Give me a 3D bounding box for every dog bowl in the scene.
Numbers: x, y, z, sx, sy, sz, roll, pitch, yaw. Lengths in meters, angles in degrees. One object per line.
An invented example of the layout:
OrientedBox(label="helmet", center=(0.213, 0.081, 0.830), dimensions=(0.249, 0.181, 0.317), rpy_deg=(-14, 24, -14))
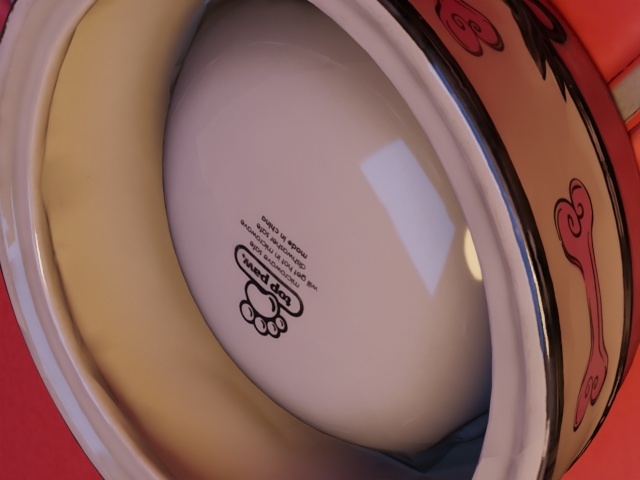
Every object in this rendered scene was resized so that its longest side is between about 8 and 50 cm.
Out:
OrientedBox(label="dog bowl", center=(0.000, 0.000, 0.941), dimensions=(0.408, 0.150, 0.408), rpy_deg=(21, 122, 36))
